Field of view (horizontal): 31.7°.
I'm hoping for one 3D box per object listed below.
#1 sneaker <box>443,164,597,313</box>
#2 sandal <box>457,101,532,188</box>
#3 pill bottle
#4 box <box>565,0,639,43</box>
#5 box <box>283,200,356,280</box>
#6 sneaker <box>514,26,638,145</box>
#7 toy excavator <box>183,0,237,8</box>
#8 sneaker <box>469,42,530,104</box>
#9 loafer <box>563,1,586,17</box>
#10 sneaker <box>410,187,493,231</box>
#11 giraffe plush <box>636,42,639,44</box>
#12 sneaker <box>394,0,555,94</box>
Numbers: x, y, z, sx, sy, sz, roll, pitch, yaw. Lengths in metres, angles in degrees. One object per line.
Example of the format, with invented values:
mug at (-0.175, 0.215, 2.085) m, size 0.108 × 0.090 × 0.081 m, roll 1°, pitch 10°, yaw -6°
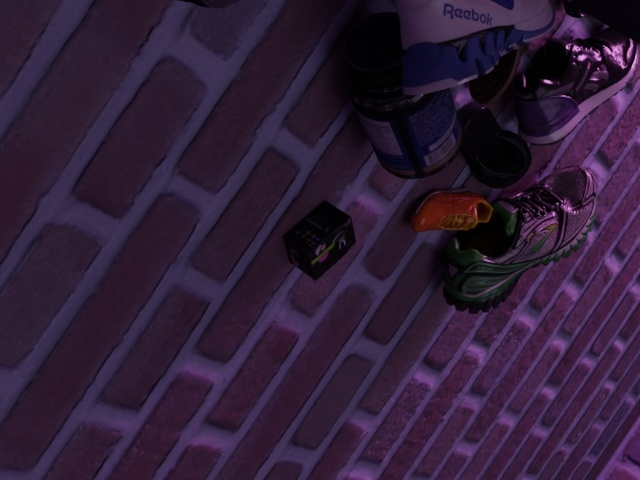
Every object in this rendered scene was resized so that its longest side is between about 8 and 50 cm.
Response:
sneaker at (0.345, -0.022, 1.891) m, size 0.343 × 0.134 × 0.146 m, roll -39°, pitch 144°, yaw -23°
sandal at (0.275, -0.136, 1.768) m, size 0.097 × 0.054 × 0.254 m, roll -58°, pitch 148°, yaw 5°
pill bottle at (0.103, -0.183, 1.431) m, size 0.123 × 0.123 × 0.219 m, roll -48°, pitch 146°, yaw -12°
box at (0.487, -0.443, 1.521) m, size 0.294 × 0.183 × 0.296 m, roll -59°, pitch -179°, yaw 1°
box at (0.000, 0.000, 1.532) m, size 0.083 × 0.052 × 0.062 m, roll -42°, pitch 145°, yaw -22°
sneaker at (0.409, -0.277, 1.776) m, size 0.283 × 0.107 × 0.124 m, roll -45°, pitch 134°, yaw -27°
toy excavator at (-0.132, -0.468, 0.828) m, size 0.445 × 0.222 × 0.433 m, roll -62°, pitch 150°, yaw -16°
sneaker at (0.280, -0.282, 1.630) m, size 0.071 × 0.066 × 0.188 m, roll -6°, pitch 124°, yaw -52°
loafer at (0.447, -0.432, 1.701) m, size 0.223 × 0.078 × 0.076 m, roll -57°, pitch 149°, yaw 4°
sneaker at (0.207, -0.044, 1.753) m, size 0.175 × 0.067 × 0.064 m, roll -17°, pitch 134°, yaw -43°
giraffe plush at (0.621, -0.395, 1.926) m, size 0.170 × 0.181 × 0.210 m, roll -28°, pitch 105°, yaw -52°
sneaker at (0.172, -0.303, 1.313) m, size 0.315 × 0.127 × 0.182 m, roll -42°, pitch 122°, yaw -51°
